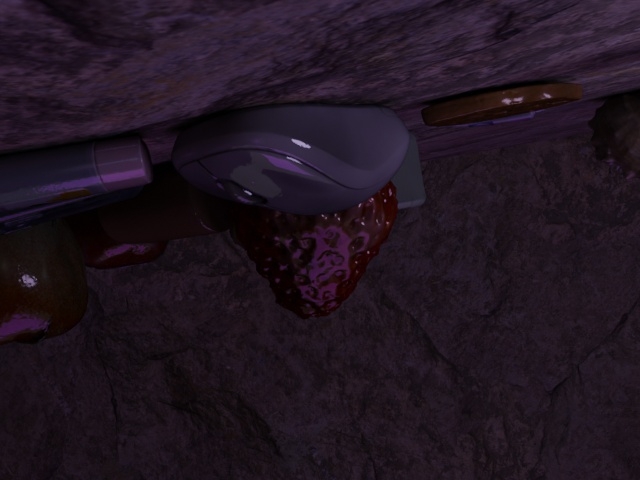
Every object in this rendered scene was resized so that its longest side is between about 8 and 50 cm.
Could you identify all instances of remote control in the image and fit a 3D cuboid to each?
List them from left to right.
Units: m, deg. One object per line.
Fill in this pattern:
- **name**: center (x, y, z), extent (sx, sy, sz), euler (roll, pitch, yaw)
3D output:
- **remote control**: center (-0.437, -0.034, 0.911), extent (0.377, 0.044, 0.107), euler (-21, 175, -31)

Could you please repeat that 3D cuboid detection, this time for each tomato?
- **tomato**: center (-0.534, 0.044, 1.087), extent (0.303, 0.239, 0.303), euler (2, -176, 0)
- **tomato**: center (-0.427, -0.039, 1.345), extent (0.214, 0.181, 0.155), euler (-18, 166, -7)

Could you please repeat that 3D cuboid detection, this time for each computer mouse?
- **computer mouse**: center (-0.023, -0.086, 0.754), extent (0.184, 0.121, 0.296), euler (-5, -173, 40)

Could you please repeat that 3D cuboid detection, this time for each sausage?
- **sausage**: center (-0.265, -0.058, 1.092), extent (0.252, 0.123, 0.123), euler (-8, -177, 34)

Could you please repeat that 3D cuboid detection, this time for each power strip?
- **power strip**: center (0.061, -0.112, 1.174), extent (0.224, 0.139, 0.140), euler (-12, -175, -39)

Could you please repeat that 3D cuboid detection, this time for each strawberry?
- **strawberry**: center (0.000, 0.000, 1.016), extent (0.265, 0.336, 0.149), euler (-7, -145, -13)

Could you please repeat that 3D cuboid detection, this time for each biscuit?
- **biscuit**: center (0.235, -0.180, 0.855), extent (0.220, 0.029, 0.142), euler (-11, -178, -5)

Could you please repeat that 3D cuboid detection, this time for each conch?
- **conch**: center (0.652, -0.205, 1.173), extent (0.263, 0.186, 0.324), euler (-34, -163, -34)

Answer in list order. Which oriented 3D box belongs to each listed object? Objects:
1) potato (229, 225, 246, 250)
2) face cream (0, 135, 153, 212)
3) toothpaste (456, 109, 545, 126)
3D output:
- **potato**: center (-0.071, -0.102, 1.301), extent (0.239, 0.116, 0.299), euler (9, -144, 31)
- **face cream**: center (-0.277, -0.067, 0.676), extent (0.198, 0.057, 0.084), euler (-10, -176, -6)
- **toothpaste**: center (0.274, -0.199, 1.050), extent (0.169, 0.028, 0.045), euler (-6, -168, 30)
